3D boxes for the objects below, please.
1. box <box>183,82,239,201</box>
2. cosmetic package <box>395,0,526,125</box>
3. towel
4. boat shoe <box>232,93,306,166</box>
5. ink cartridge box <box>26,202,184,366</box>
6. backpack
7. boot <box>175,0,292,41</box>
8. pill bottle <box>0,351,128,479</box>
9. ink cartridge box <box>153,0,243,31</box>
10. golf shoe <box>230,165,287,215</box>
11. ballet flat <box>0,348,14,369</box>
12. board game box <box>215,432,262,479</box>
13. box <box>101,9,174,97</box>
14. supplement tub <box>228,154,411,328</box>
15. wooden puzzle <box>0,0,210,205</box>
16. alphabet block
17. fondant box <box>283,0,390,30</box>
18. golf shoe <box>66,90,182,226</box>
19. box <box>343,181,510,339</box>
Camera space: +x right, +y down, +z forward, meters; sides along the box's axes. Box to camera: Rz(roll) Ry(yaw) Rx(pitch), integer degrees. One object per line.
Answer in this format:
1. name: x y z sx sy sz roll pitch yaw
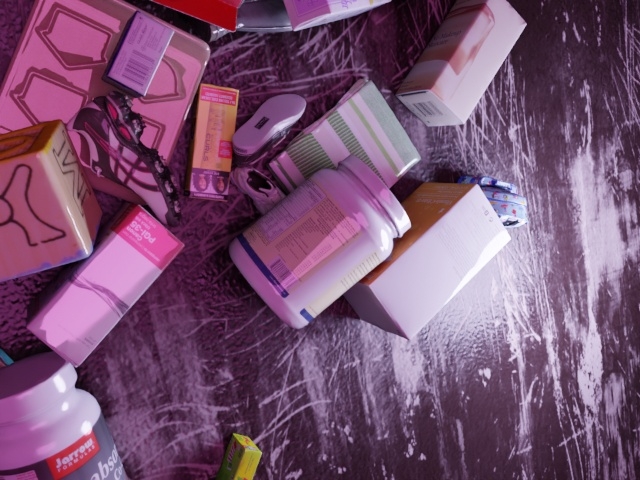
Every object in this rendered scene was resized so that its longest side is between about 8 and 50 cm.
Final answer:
1. box: -0.226 -0.200 1.334 0.087 0.058 0.232 6 93 -25
2. cosmetic package: 0.328 -0.426 1.517 0.129 0.153 0.296 38 79 -25
3. towel: 0.059 -0.185 1.483 0.325 0.038 0.248 -43 112 -16
4. boat shoe: -0.112 -0.237 1.375 0.078 0.070 0.219 33 56 18
5. ink cartridge box: -0.405 0.071 1.198 0.117 0.207 0.283 45 77 -21
6. backpack: 0.427 -0.092 1.587 0.158 0.173 0.116 12 91 -25
7. boot: -0.180 -0.481 1.308 0.209 0.076 0.189 -28 75 -32
8. pill bottle: -0.485 0.404 1.176 0.210 0.210 0.362 -21 108 -21
9. ink cartridge box: -0.261 -0.567 1.175 0.310 0.130 0.271 14 60 -26
10. golf shoe: -0.114 -0.096 1.384 0.176 0.086 0.069 37 78 -25
11. ballet flat: -0.623 0.211 1.199 0.052 0.057 0.168 -31 108 -9
12. board game box: -0.193 0.530 1.413 0.043 0.092 0.181 22 86 -25
13. box: -0.326 -0.326 1.140 0.072 0.137 0.126 25 89 -24
14. supplement tub: 0.000 0.000 1.334 0.325 0.235 0.235 -39 111 -2
15. wooden puzzle: -0.419 -0.279 1.230 0.322 0.080 0.347 21 91 -25
16. alphabet block: -0.507 -0.070 1.100 0.193 0.193 0.197 -16 118 -5
17. fondant box: 0.016 -0.570 1.291 0.330 0.096 0.238 -41 116 -54
18. golf shoe: -0.353 -0.137 1.200 0.120 0.105 0.272 -27 104 2
19. box: 0.223 0.035 1.484 0.345 0.215 0.168 -42 111 -16
